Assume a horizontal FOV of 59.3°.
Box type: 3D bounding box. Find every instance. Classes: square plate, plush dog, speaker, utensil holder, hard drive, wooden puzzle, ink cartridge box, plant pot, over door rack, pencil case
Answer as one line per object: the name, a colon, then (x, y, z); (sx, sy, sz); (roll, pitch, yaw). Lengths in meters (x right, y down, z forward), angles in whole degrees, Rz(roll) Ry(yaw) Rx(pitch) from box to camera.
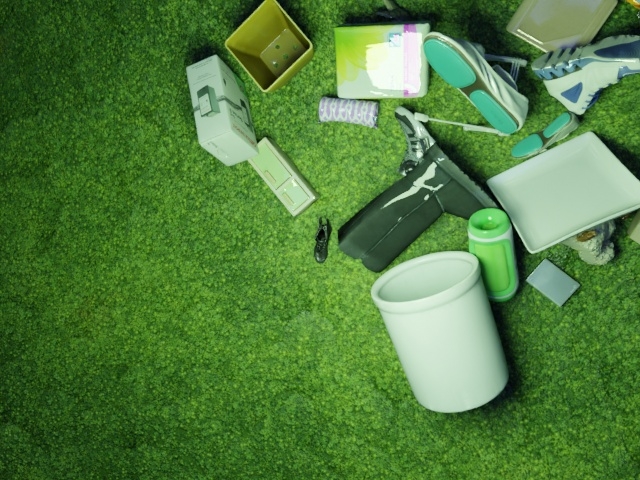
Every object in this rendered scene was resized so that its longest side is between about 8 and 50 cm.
square plate: (0.708, -0.139, 1.636); (0.344, 0.347, 0.049); (-26, 131, 13)
plush dog: (0.793, -0.080, 1.673); (0.263, 0.210, 0.225); (25, 79, 11)
speaker: (0.526, 0.049, 1.707); (0.131, 0.131, 0.296); (-10, 129, 15)
utensil holder: (0.371, 0.271, 1.709); (0.328, 0.327, 0.385); (-18, 107, 16)
hard drive: (0.735, 0.132, 1.783); (0.135, 0.022, 0.094); (39, 104, 7)
wooden puzzle: (0.718, -0.674, 1.686); (0.239, 0.044, 0.220); (35, 104, 13)
ink cartridge box: (-0.318, -0.420, 1.850); (0.122, 0.211, 0.288); (-18, 72, 15)
plant pot: (0.976, -0.032, 1.664); (0.109, 0.109, 0.096); (35, 116, 8)
over door rack: (0.447, -0.462, 1.718); (0.325, 0.108, 0.239); (8, 100, -12)
plant pot: (-0.141, -0.618, 1.836); (0.212, 0.187, 0.212); (-40, 85, 15)
pencil case: (0.095, -0.423, 1.855); (0.206, 0.086, 0.088); (11, 128, 14)

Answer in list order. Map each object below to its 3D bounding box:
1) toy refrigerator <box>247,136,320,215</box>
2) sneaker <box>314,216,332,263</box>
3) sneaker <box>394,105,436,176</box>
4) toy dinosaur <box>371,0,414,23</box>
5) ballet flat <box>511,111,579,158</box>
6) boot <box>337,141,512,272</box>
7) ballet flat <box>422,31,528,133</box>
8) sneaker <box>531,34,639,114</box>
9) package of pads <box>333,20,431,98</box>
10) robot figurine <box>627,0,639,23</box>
toy refrigerator: (-0.130, -0.219, 1.928); (0.102, 0.094, 0.269); (-40, 86, 15)
sneaker: (0.003, 0.001, 1.922); (0.051, 0.089, 0.170); (14, 100, 13)
sneaker: (0.289, -0.292, 1.806); (0.153, 0.101, 0.268); (-38, 89, 13)
toy dinosaur: (0.232, -0.706, 1.796); (0.118, 0.064, 0.268); (-37, 86, 1)
ballet flat: (0.688, -0.306, 1.716); (0.213, 0.068, 0.072); (-37, 46, 34)
boot: (0.325, -0.039, 1.798); (0.367, 0.146, 0.445); (41, 111, -12)
ballet flat: (0.451, -0.474, 1.609); (0.400, 0.139, 0.139); (38, 106, -20)
sneaker: (0.784, -0.465, 1.613); (0.316, 0.127, 0.182); (8, 142, 50)
package of pads: (0.195, -0.563, 1.770); (0.297, 0.101, 0.229); (4, 119, 15)
robot figurine: (0.956, -0.716, 1.587); (0.291, 0.085, 0.211); (43, 96, 4)
